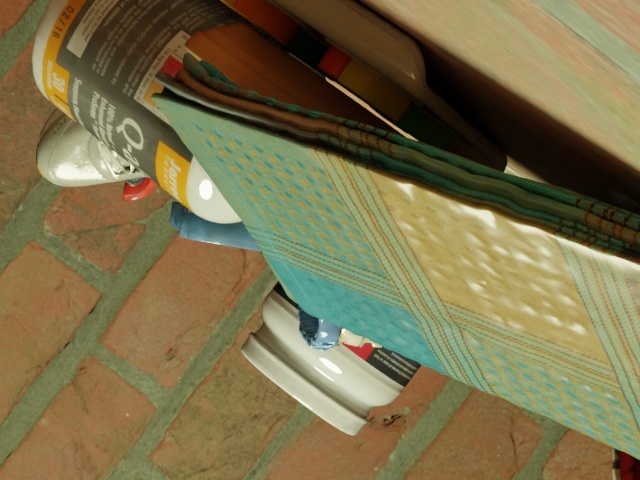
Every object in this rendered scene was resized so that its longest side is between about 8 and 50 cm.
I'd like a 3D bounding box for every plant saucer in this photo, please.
[{"bbox_3d":[0.002,-0.084,1.017,0.200,0.037,0.200,34,-176,-2],"label":"plant saucer"}]

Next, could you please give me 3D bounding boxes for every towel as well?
[{"bbox_3d":[0.094,0.026,0.901,0.370,0.040,0.271,21,158,33],"label":"towel"}]

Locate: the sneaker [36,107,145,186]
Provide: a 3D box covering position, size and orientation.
[{"bbox_3d":[-0.145,-0.094,1.425,0.121,0.262,0.099,-92,-19,-51],"label":"sneaker"}]

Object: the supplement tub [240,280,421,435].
[{"bbox_3d":[0.055,0.066,1.776,0.191,0.272,0.191,37,180,0],"label":"supplement tub"}]

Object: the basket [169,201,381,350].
[{"bbox_3d":[0.000,0.000,1.504,0.289,0.201,0.255,5,-175,-10],"label":"basket"}]

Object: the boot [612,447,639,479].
[{"bbox_3d":[0.340,0.268,1.096,0.284,0.138,0.377,26,-141,-60],"label":"boot"}]

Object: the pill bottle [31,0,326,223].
[{"bbox_3d":[-0.094,-0.115,1.286,0.278,0.162,0.162,37,180,22],"label":"pill bottle"}]

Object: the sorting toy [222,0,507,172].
[{"bbox_3d":[0.012,-0.111,0.941,0.193,0.038,0.208,37,180,24],"label":"sorting toy"}]

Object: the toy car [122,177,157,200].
[{"bbox_3d":[-0.142,-0.174,1.527,0.053,0.239,0.225,13,155,-7],"label":"toy car"}]
